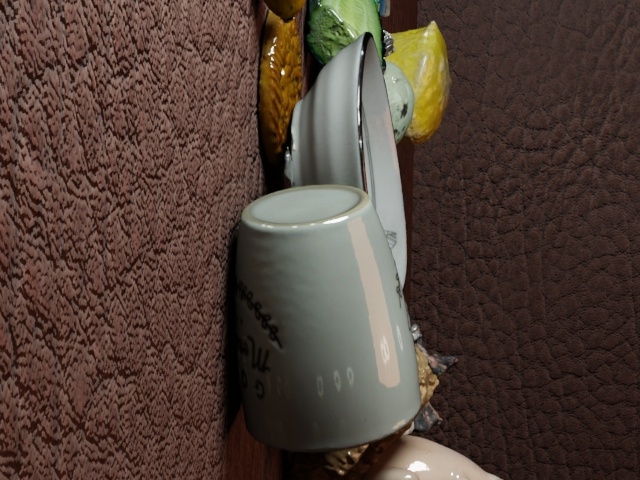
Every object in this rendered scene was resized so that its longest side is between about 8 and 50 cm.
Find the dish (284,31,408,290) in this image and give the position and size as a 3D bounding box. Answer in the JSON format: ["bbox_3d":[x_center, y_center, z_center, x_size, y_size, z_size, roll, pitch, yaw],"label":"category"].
[{"bbox_3d":[0.025,-0.079,1.702,0.316,0.106,0.317,-5,90,-79],"label":"dish"}]

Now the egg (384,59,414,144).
[{"bbox_3d":[0.070,-0.182,2.153,0.131,0.131,0.164,24,74,-82],"label":"egg"}]

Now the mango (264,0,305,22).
[{"bbox_3d":[-0.038,-0.289,1.551,0.077,0.063,0.127,-86,179,-48],"label":"mango"}]

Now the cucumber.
[{"bbox_3d":[0.023,-0.291,1.955,0.085,0.115,0.193,-38,-145,37],"label":"cucumber"}]

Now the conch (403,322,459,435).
[{"bbox_3d":[0.078,0.249,2.245,0.240,0.186,0.313,-44,163,-40],"label":"conch"}]

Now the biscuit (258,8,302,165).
[{"bbox_3d":[-0.043,-0.178,1.685,0.188,0.027,0.188,3,90,-82],"label":"biscuit"}]

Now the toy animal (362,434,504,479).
[{"bbox_3d":[0.115,0.414,2.019,0.345,0.277,0.247,-25,-139,62],"label":"toy animal"}]

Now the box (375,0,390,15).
[{"bbox_3d":[0.062,-0.405,2.230,0.194,0.073,0.139,-50,141,-78],"label":"box"}]

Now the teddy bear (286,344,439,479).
[{"bbox_3d":[0.009,0.184,1.839,0.296,0.222,0.246,-35,-137,41],"label":"teddy bear"}]

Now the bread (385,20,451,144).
[{"bbox_3d":[0.124,-0.251,2.381,0.197,0.170,0.197,1,90,-82],"label":"bread"}]

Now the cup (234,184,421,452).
[{"bbox_3d":[-0.015,0.062,1.553,0.258,0.186,0.234,-147,-135,-64],"label":"cup"}]

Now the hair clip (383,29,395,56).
[{"bbox_3d":[0.041,-0.216,2.031,0.172,0.049,0.116,-57,160,-16],"label":"hair clip"}]
